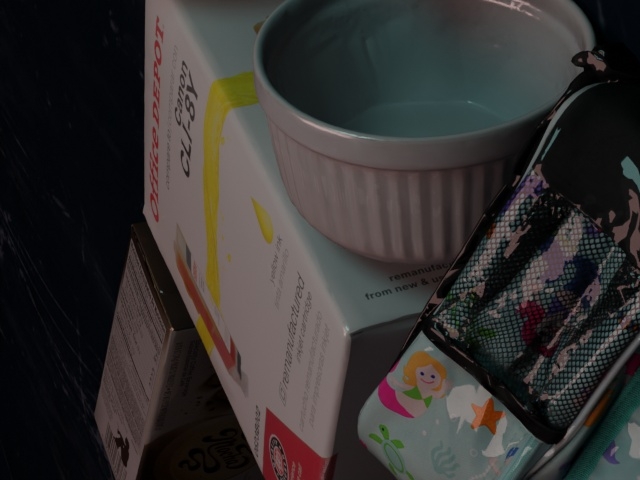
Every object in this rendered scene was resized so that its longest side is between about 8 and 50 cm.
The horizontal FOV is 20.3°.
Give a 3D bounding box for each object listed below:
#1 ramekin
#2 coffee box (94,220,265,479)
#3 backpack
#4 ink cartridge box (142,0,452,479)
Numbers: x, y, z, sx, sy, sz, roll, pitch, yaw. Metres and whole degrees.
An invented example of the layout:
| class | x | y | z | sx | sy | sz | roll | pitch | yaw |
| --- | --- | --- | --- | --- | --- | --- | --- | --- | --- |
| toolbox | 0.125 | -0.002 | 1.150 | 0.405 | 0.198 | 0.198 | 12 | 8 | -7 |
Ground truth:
| class | x | y | z | sx | sy | sz | roll | pitch | yaw |
| --- | --- | --- | --- | --- | --- | --- | --- | --- | --- |
| ramekin | 0.065 | -0.076 | 1.101 | 0.207 | 0.207 | 0.109 | -126 | 23 | -48 |
| coffee box | -0.094 | 0.106 | 1.609 | 0.297 | 0.168 | 0.119 | 109 | 145 | -49 |
| backpack | 0.147 | 0.052 | 0.865 | 0.191 | 0.225 | 0.253 | 51 | 127 | 18 |
| ink cartridge box | 0.000 | 0.000 | 1.318 | 0.279 | 0.160 | 0.384 | 97 | 153 | -47 |
